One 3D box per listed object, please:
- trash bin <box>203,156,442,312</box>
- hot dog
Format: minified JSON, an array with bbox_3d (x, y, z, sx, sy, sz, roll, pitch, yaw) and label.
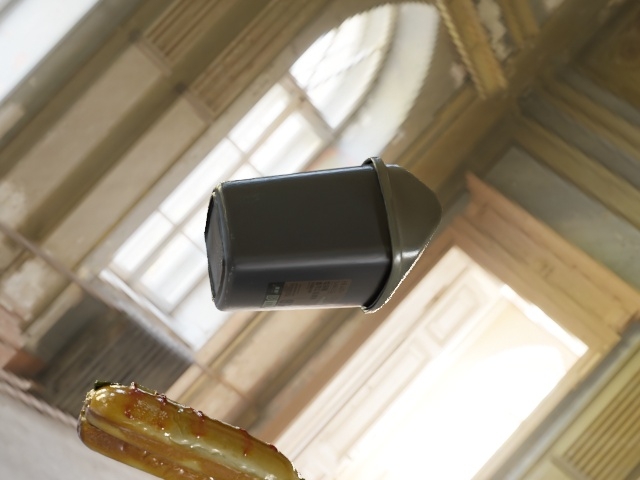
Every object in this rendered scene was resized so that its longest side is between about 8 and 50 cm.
[{"bbox_3d":[0.000,0.000,1.526,0.209,0.291,0.182,117,-34,-65],"label":"trash bin"},{"bbox_3d":[-0.122,0.205,1.155,0.250,0.076,0.104,25,-35,-20],"label":"hot dog"}]
